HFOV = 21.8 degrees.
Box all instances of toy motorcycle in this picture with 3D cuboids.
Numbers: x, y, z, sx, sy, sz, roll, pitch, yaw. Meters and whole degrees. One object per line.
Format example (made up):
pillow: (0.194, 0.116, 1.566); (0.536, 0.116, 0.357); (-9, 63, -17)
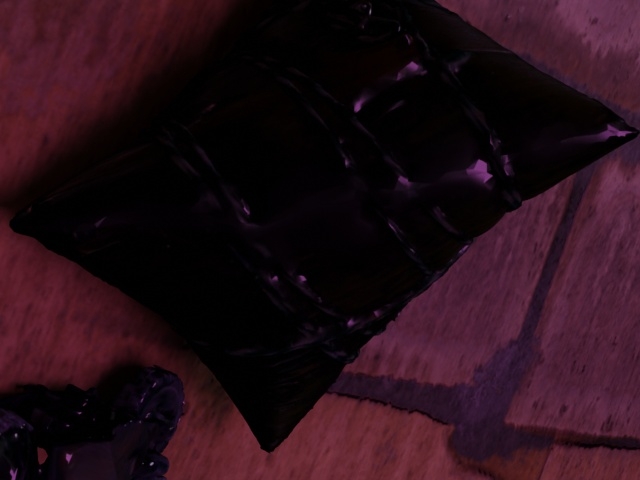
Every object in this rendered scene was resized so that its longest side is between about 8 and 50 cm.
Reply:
toy motorcycle: (-0.189, 0.177, 1.196); (0.270, 0.106, 0.159); (-7, 117, -62)

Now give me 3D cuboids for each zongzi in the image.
zongzi: (0.000, 0.000, 1.258); (0.383, 0.319, 0.362); (-34, 139, -11)
